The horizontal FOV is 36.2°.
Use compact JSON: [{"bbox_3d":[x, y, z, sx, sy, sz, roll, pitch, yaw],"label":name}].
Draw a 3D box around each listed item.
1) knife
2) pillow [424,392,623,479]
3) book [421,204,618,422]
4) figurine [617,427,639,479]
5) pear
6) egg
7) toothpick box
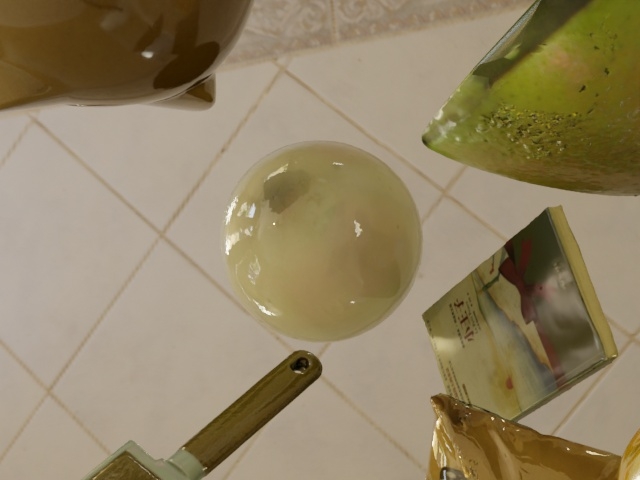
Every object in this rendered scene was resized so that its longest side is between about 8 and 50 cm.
[{"bbox_3d":[-0.117,0.164,0.663,0.061,0.343,0.027,34,134,19],"label":"knife"},{"bbox_3d":[0.221,0.330,0.958,0.312,0.119,0.310,15,95,25],"label":"pillow"},{"bbox_3d":[0.231,0.112,1.189,0.289,0.026,0.201,-50,47,48],"label":"book"},{"bbox_3d":[0.213,0.083,0.343,0.156,0.131,0.246,40,127,-20],"label":"figurine"},{"bbox_3d":[0.283,-0.163,0.814,0.399,0.399,0.165,-44,86,11],"label":"pear"},{"bbox_3d":[0.000,0.000,1.347,0.283,0.345,0.283,-1,81,5],"label":"egg"},{"bbox_3d":[-0.266,-0.360,1.133,0.409,0.409,0.425,9,105,20],"label":"toothpick box"}]
